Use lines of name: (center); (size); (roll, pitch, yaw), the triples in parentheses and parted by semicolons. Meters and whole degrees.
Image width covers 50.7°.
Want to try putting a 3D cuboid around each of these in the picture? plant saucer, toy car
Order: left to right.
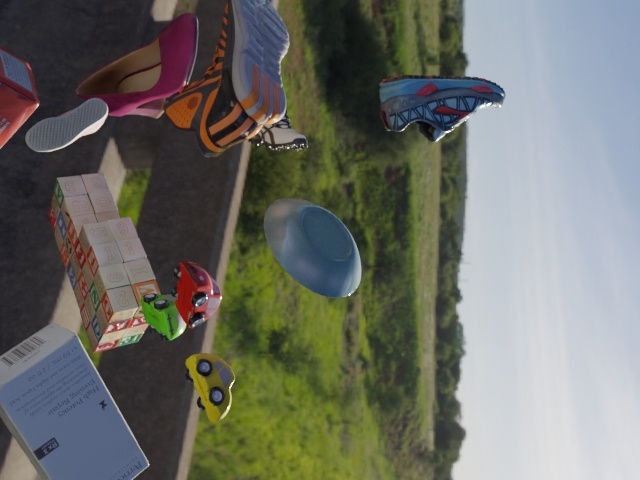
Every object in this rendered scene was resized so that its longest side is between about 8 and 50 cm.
toy car: (-0.194, 0.120, 0.975); (0.053, 0.225, 0.238); (-19, 112, -33)
plant saucer: (0.000, 0.000, 1.079); (0.037, 0.195, 0.195); (-43, -156, 36)

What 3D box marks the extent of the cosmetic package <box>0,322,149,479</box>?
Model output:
cosmetic package: (-0.327, 0.234, 0.869); (0.117, 0.086, 0.231); (-38, 121, -32)

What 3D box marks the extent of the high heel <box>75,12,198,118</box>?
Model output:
high heel: (-0.372, -0.350, 1.366); (0.377, 0.181, 0.127); (-36, -127, 54)

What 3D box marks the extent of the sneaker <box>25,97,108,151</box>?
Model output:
sneaker: (-0.400, -0.179, 1.077); (0.051, 0.134, 0.070); (60, -14, -9)

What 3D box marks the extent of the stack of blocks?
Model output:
stack of blocks: (-0.392, 0.027, 1.209); (0.171, 0.087, 0.297); (-49, -120, 47)

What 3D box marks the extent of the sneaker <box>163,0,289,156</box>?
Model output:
sneaker: (-0.150, -0.256, 1.015); (0.125, 0.180, 0.321); (40, 34, -35)

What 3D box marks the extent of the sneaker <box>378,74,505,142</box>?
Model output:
sneaker: (0.230, -0.252, 1.299); (0.104, 0.262, 0.125); (-143, -128, -69)

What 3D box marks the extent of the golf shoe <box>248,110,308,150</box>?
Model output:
golf shoe: (-0.095, -0.242, 1.442); (0.077, 0.198, 0.093); (-2, 106, -38)

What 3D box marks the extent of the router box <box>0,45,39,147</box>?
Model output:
router box: (-0.494, -0.106, 0.618); (0.301, 0.335, 0.082); (31, 23, -49)
